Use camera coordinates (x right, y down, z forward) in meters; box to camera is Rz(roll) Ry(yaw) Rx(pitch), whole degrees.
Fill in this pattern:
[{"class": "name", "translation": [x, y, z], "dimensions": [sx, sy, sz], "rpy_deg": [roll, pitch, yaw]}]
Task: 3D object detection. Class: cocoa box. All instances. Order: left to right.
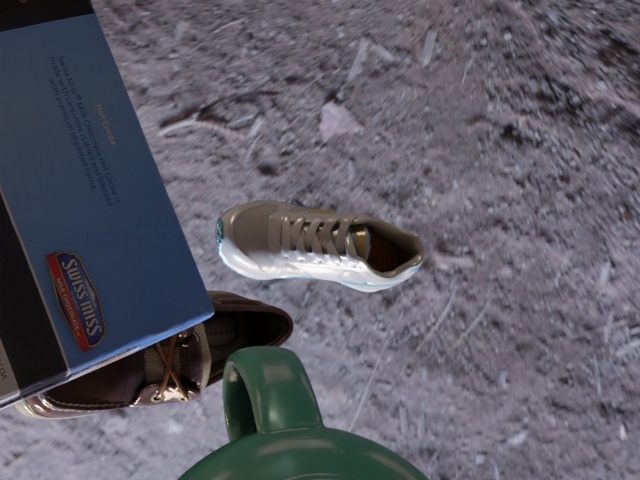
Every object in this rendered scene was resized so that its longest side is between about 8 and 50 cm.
[{"class": "cocoa box", "translation": [-0.277, -0.046, 0.940], "dimensions": [0.231, 0.228, 0.347], "rpy_deg": [-22, 89, 54]}]

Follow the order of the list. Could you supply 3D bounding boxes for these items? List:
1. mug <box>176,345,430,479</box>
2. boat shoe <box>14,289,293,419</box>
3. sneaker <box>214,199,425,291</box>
[{"class": "mug", "translation": [-0.015, 0.123, 0.452], "dimensions": [0.129, 0.097, 0.158], "rpy_deg": [-36, 79, -25]}, {"class": "boat shoe", "translation": [-0.162, 0.113, 1.305], "dimensions": [0.123, 0.342, 0.123], "rpy_deg": [-1, 93, 40]}, {"class": "sneaker", "translation": [0.000, 0.000, 1.302], "dimensions": [0.228, 0.092, 0.088], "rpy_deg": [8, 74, -29]}]
